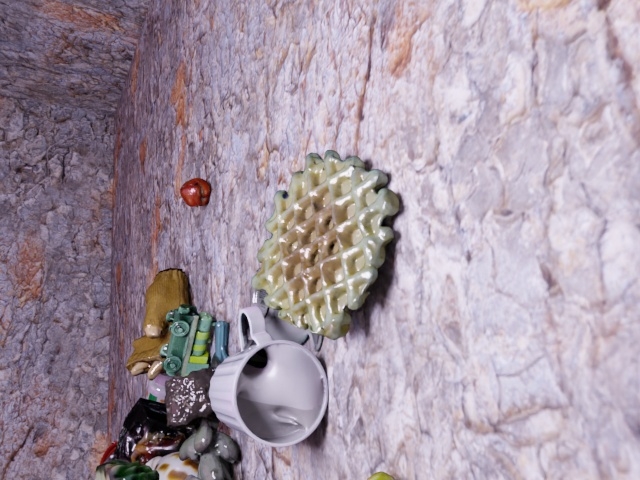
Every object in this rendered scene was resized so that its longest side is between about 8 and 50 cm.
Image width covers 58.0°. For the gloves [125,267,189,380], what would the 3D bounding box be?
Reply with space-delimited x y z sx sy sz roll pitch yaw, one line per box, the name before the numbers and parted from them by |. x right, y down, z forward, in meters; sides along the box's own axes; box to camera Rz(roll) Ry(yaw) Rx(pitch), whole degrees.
gloves | -0.449 0.241 1.672 0.203 0.155 0.356 114 168 -47

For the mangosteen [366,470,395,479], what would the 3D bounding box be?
mangosteen | 0.047 0.395 0.740 0.180 0.166 0.166 -46 41 15

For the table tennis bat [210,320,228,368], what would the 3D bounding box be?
table tennis bat | -0.246 0.298 1.426 0.124 0.033 0.201 4 94 60

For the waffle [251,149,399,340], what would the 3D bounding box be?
waffle | 0.000 0.000 0.931 0.309 0.056 0.292 26 96 54

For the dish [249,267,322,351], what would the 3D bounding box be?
dish | -0.075 0.111 1.083 0.246 0.078 0.224 40 119 57

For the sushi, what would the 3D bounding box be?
sushi | -0.435 0.600 1.583 0.227 0.215 0.212 -59 37 4

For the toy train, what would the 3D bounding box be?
toy train | -0.346 0.264 1.516 0.083 0.132 0.200 -129 52 -60

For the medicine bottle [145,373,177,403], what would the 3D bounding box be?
medicine bottle | -0.505 0.504 1.813 0.095 0.095 0.260 55 133 51

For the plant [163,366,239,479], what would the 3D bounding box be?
plant | -0.266 0.432 1.307 0.146 0.149 0.275 18 -125 -75

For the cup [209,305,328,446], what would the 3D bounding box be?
cup | -0.097 0.243 1.031 0.202 0.166 0.221 -26 46 61

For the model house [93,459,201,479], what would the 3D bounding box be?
model house | -0.158 0.568 0.862 0.445 0.399 0.395 -23 54 61

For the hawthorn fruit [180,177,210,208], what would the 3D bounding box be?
hawthorn fruit | -0.356 -0.133 1.654 0.093 0.093 0.093 -17 71 60

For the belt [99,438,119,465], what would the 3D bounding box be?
belt | -0.555 0.736 1.730 0.324 0.227 0.115 51 127 49

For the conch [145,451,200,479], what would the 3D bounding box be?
conch | -0.326 0.601 1.366 0.275 0.148 0.183 -136 32 -58
